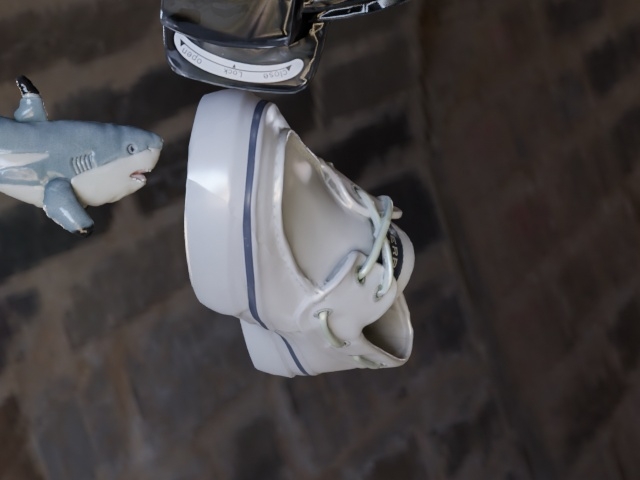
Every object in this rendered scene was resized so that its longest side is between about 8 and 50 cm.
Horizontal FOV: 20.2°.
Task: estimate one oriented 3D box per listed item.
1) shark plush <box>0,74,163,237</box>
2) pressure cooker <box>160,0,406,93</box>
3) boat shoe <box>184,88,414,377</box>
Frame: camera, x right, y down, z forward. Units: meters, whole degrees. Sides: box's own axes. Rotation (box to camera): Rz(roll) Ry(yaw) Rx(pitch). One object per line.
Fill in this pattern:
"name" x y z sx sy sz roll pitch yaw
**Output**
"shark plush" -0.176 -0.064 1.044 0.161 0.067 0.073 27 8 -3
"pressure cooker" -0.007 -0.306 1.043 0.375 0.370 0.420 -33 5 14
"boat shoe" 0.000 0.000 0.718 0.076 0.083 0.226 3 -15 8
